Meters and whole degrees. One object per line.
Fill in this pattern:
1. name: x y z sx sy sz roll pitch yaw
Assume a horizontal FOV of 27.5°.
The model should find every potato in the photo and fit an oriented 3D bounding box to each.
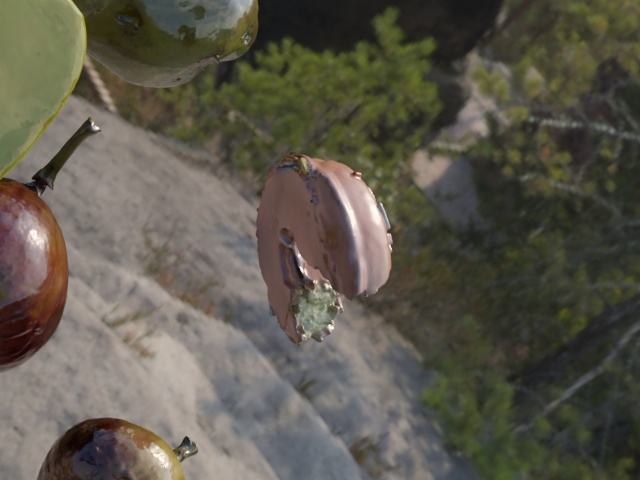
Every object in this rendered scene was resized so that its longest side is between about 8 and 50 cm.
1. potato: -0.228 -0.314 1.606 0.351 0.218 0.202 24 27 -41

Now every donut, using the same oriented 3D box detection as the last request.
1. donut: 0.000 0.000 1.473 0.085 0.233 0.199 -10 73 -26

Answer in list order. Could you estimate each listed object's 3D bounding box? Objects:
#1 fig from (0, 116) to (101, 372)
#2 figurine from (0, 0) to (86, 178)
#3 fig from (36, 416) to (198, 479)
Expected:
1. fig: -0.332 0.004 1.329 0.186 0.203 0.249 5 49 17
2. figurine: -0.287 -0.165 0.582 0.283 0.204 0.338 2 17 -32
3. fig: -0.186 0.256 1.386 0.231 0.143 0.160 -11 84 -42
